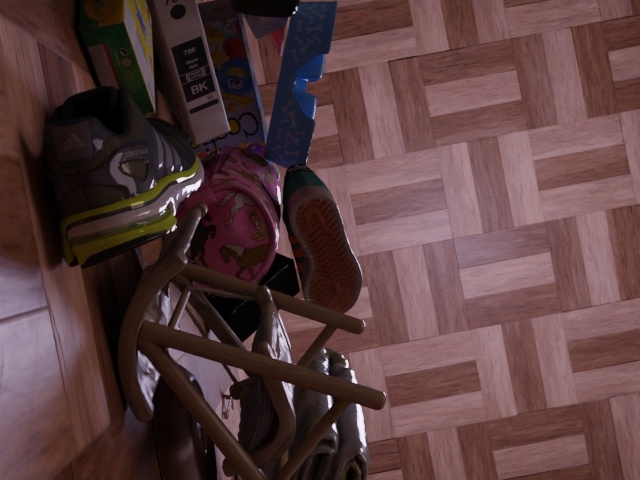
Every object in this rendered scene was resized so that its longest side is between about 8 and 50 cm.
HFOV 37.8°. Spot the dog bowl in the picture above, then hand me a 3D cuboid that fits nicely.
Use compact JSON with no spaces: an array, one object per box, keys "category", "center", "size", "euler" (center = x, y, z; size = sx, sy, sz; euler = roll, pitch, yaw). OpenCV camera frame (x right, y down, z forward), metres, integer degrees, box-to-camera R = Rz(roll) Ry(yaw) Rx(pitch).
[{"category":"dog bowl","center":[-0.036,-0.261,1.577],"size":[0.166,0.074,0.297],"euler":[-117,-143,-82]}]

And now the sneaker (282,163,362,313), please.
[{"category":"sneaker","center":[0.000,0.000,1.581],"size":[0.121,0.108,0.302],"euler":[-108,-175,-47]}]

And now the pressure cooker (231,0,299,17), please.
[{"category":"pressure cooker","center":[-0.071,-0.477,1.077],"size":[0.375,0.370,0.420],"euler":[51,22,1]}]

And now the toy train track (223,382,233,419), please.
[{"category":"toy train track","center":[-0.151,0.262,1.515],"size":[0.083,0.014,0.048],"euler":[-86,173,-67]}]

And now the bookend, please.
[{"category":"bookend","center":[-0.145,0.078,1.564],"size":[0.157,0.156,0.072],"euler":[21,-43,35]}]

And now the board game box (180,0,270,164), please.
[{"category":"board game box","center":[-0.185,-0.269,1.655],"size":[0.144,0.142,0.275],"euler":[-98,177,-61]}]

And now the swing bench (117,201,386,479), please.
[{"category":"swing bench","center":[-0.089,0.111,0.974],"size":[0.255,0.165,0.253],"euler":[36,10,-8]}]

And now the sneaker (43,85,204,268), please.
[{"category":"sneaker","center":[-0.173,-0.081,0.827],"size":[0.300,0.111,0.121],"euler":[-107,-178,-72]}]

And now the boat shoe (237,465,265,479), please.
[{"category":"boat shoe","center":[-0.093,0.418,1.471],"size":[0.066,0.066,0.183],"euler":[79,1,-52]}]

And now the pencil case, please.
[{"category":"pencil case","center":[-0.136,-0.039,1.410],"size":[0.160,0.167,0.386],"euler":[-61,-172,11]}]

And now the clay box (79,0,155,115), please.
[{"category":"clay box","center":[-0.229,-0.255,1.062],"size":[0.127,0.053,0.222],"euler":[79,-1,-47]}]

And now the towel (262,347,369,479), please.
[{"category":"towel","center":[-0.028,0.335,1.198],"size":[0.374,0.090,0.320],"euler":[-103,-146,-81]}]

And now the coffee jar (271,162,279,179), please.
[{"category":"coffee jar","center":[-0.160,-0.152,1.842],"size":[0.184,0.079,0.096],"euler":[27,-26,54]}]

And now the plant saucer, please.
[{"category":"plant saucer","center":[-0.148,0.225,1.053],"size":[0.198,0.036,0.198],"euler":[169,-90,-90]}]

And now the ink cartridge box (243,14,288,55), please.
[{"category":"ink cartridge box","center":[-0.147,-0.476,1.583],"size":[0.296,0.066,0.261],"euler":[62,-13,9]}]

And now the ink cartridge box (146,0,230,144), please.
[{"category":"ink cartridge box","center":[-0.211,-0.305,1.280],"size":[0.165,0.065,0.332],"euler":[55,-15,39]}]
